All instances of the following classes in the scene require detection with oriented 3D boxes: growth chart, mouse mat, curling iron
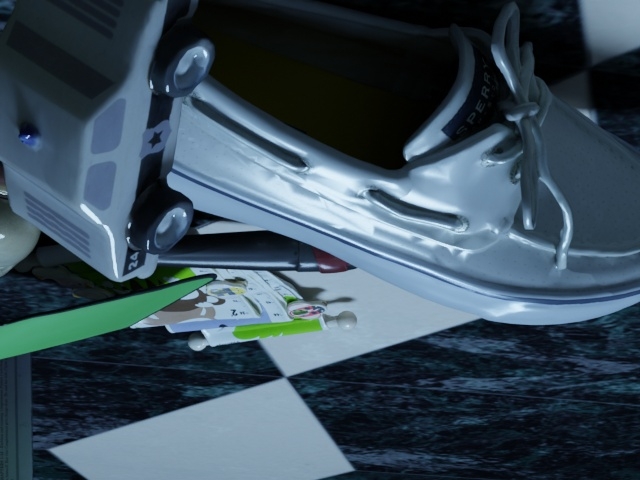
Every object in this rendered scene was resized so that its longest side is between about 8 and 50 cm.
[{"bbox_3d":[-0.104,0.038,1.393,0.172,0.021,0.237,-12,155,29],"label":"growth chart"},{"bbox_3d":[-0.182,0.061,1.318,0.189,0.007,0.152,-11,169,-38],"label":"mouse mat"},{"bbox_3d":[0.000,0.000,1.267,0.274,0.035,0.068,-1,156,0],"label":"curling iron"}]

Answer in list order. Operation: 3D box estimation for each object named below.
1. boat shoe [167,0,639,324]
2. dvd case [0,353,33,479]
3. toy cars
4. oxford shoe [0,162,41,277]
[{"bbox_3d":[0.068,-0.063,0.984,0.367,0.136,0.156,19,151,-20],"label":"boat shoe"},{"bbox_3d":[-0.340,0.135,1.428,0.238,0.179,0.029,9,146,-25],"label":"dvd case"},{"bbox_3d":[-0.185,-0.032,0.966,0.087,0.176,0.393,-31,-175,-42],"label":"toy cars"},{"bbox_3d":[-0.290,0.051,1.243,0.140,0.147,0.397,13,156,-30],"label":"oxford shoe"}]
